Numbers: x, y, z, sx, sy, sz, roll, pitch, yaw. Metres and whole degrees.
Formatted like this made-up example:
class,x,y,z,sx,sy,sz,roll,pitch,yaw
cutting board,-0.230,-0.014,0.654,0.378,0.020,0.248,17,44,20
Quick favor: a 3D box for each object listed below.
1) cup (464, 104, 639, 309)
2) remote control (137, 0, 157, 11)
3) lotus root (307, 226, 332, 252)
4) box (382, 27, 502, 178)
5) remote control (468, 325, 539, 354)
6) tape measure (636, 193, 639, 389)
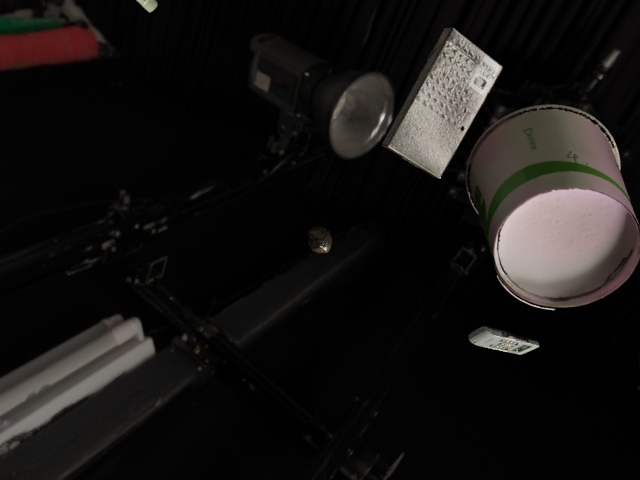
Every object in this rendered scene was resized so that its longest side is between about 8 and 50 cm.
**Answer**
class,x,y,z,sx,sy,sz,roll,pitch,yaw
cup,0.355,-0.049,0.845,0.253,0.253,0.274,24,-148,-2
remote control,-0.444,-0.587,1.178,0.233,0.038,0.098,46,-175,13
lotus root,0.000,0.000,1.181,0.049,0.054,0.099,-3,-168,-8
box,0.307,-0.341,1.390,0.180,0.325,0.047,27,-176,-22
remote control,0.424,0.229,1.270,0.166,0.065,0.029,16,-128,-25
tape measure,0.596,0.081,0.857,0.097,0.352,0.215,1,177,-15
